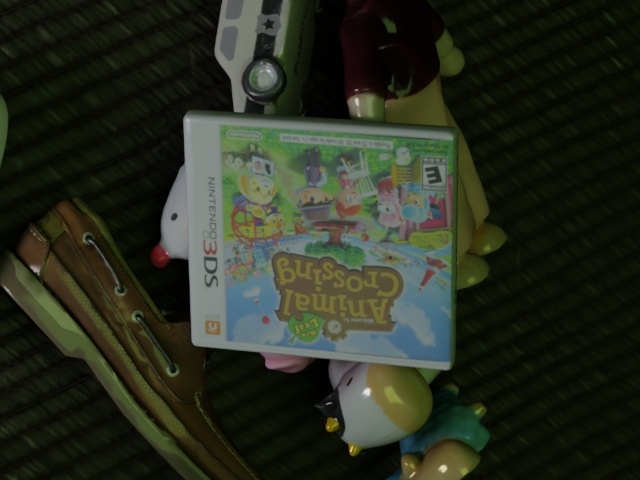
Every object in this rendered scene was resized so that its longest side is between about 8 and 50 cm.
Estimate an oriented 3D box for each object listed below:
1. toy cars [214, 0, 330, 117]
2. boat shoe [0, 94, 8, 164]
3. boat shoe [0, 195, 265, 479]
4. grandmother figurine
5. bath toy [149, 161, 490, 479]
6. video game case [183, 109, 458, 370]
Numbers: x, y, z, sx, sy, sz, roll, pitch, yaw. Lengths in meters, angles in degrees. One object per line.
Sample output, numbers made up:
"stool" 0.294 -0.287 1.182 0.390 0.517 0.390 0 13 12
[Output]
"toy cars" -0.056 -0.258 1.503 0.087 0.176 0.393 6 119 16
"boat shoe" -0.307 -0.017 1.475 0.081 0.079 0.227 13 84 -43
"boat shoe" -0.132 0.099 1.537 0.104 0.111 0.307 -44 107 -10
"grandmother figurine" 0.059 -0.127 1.513 0.104 0.208 0.342 -12 112 16
"bath toy" -0.008 0.069 1.562 0.129 0.151 0.348 -42 103 -6
"video game case" 0.000 0.000 1.450 0.212 0.023 0.193 5 111 14
